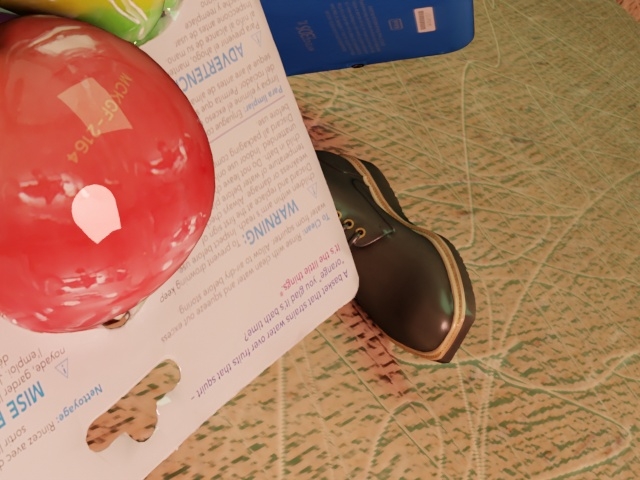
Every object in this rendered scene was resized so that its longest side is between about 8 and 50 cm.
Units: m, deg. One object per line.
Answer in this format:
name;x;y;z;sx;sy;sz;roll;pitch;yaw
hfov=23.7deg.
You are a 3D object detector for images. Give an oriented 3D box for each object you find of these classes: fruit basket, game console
fruit basket;-0.133;-0.067;0.557;0.327;0.165;0.353;-39;120;-47
game console;-0.030;-0.220;1.039;0.293;0.250;0.173;32;51;-83

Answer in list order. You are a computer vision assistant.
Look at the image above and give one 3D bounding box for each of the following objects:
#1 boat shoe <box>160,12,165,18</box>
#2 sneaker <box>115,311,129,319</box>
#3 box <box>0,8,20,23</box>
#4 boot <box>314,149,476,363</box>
boat shoe;-0.117;-0.086;0.882;0.285;0.103;0.092;53;23;15
sneaker;-0.127;-0.017;0.788;0.158;0.065;0.061;34;24;-15
box;-0.247;-0.177;0.807;0.201;0.057;0.293;8;33;-14
boot;0.000;0.000;0.963;0.137;0.077;0.198;16;20;-36
